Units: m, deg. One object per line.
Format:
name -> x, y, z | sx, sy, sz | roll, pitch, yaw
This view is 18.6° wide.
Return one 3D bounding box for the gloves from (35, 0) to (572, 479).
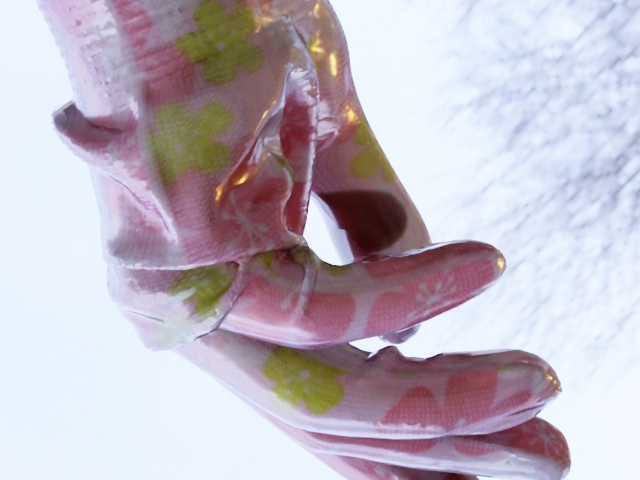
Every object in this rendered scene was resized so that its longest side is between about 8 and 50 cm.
gloves -> -0.011, 0.005, 0.657 | 0.126, 0.145, 0.241 | -23, -75, -11
